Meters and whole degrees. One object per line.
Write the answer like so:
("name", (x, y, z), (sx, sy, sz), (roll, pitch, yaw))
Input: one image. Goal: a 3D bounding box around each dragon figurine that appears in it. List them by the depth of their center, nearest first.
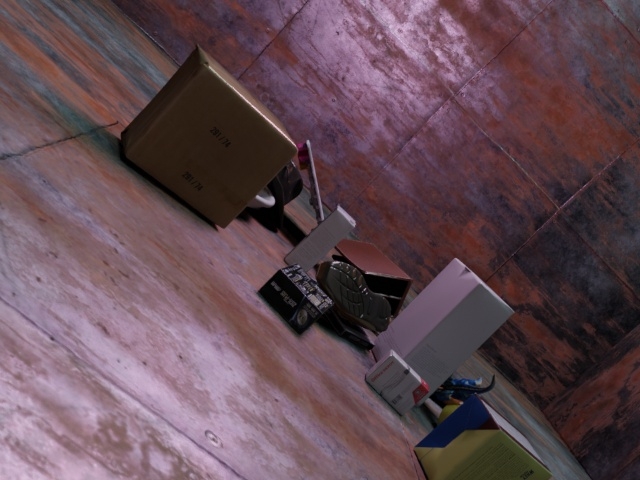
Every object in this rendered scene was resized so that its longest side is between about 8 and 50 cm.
("dragon figurine", (0.384, 0.425, 1.732), (0.144, 0.085, 0.289), (12, -18, -10))

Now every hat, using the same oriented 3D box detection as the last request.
("hat", (-0.136, -0.212, 2.071), (0.331, 0.134, 0.331), (55, -23, 38))

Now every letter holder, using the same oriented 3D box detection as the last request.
("letter holder", (0.135, 0.118, 2.076), (0.214, 0.152, 0.302), (13, 18, -29))

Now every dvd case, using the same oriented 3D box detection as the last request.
("dvd case", (0.053, 0.214, 1.790), (0.179, 0.029, 0.239), (35, 15, -50))

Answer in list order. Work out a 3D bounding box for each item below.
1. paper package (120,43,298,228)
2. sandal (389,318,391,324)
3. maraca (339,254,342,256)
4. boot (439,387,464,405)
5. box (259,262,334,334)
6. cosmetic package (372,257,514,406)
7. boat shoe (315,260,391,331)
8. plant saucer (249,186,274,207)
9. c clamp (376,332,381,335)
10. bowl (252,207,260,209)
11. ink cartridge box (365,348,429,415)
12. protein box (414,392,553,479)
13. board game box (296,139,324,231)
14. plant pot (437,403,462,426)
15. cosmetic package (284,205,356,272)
("paper package", (-0.274, -0.247, 1.489), (0.325, 0.309, 0.168), (38, 14, -34))
("sandal", (0.217, 0.274, 2.080), (0.219, 0.060, 0.090), (35, 0, -42))
("maraca", (0.123, 0.125, 2.321), (0.127, 0.099, 0.186), (8, 63, -68))
("boot", (0.452, 0.534, 1.939), (0.280, 0.096, 0.264), (42, 10, -13))
("box", (-0.054, 0.139, 1.482), (0.147, 0.077, 0.180), (46, 9, 5))
("cosmetic package", (0.342, 0.258, 1.745), (0.156, 0.385, 0.217), (42, 10, -18))
("boat shoe", (0.075, 0.166, 1.676), (0.120, 0.122, 0.324), (-2, -33, 38))
("plant saucer", (-0.316, -0.222, 1.867), (0.400, 0.100, 0.400), (43, 9, -9))
("c clamp", (0.237, 0.342, 2.064), (0.160, 0.022, 0.137), (35, 12, -43))
("bowl", (-0.258, -0.175, 2.075), (0.142, 0.053, 0.142), (49, 10, 17))
("ink cartridge box", (0.195, 0.361, 1.537), (0.135, 0.099, 0.056), (45, 9, -1))
("protein box", (0.363, 0.497, 1.354), (0.201, 0.200, 0.136), (42, 10, -21))
("board game box", (-0.031, -0.159, 2.248), (0.390, 0.050, 0.390), (-115, -165, -87))
("plant pot", (0.386, 0.515, 1.686), (0.095, 0.134, 0.134), (21, -5, 31))
("cosmetic package", (0.000, 0.000, 1.865), (0.085, 0.231, 0.117), (44, 8, -4))
